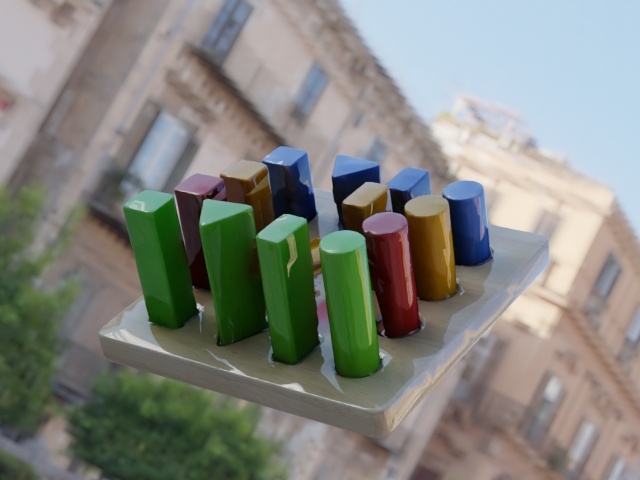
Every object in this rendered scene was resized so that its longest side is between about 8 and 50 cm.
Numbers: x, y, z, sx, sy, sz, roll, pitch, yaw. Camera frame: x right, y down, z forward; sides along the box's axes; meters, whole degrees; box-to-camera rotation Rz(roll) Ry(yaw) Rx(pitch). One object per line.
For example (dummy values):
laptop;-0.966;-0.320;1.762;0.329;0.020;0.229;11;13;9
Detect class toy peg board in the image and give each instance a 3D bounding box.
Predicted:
toy peg board;0.000;0.000;0.804;0.161;0.160;0.079;13;-54;32
